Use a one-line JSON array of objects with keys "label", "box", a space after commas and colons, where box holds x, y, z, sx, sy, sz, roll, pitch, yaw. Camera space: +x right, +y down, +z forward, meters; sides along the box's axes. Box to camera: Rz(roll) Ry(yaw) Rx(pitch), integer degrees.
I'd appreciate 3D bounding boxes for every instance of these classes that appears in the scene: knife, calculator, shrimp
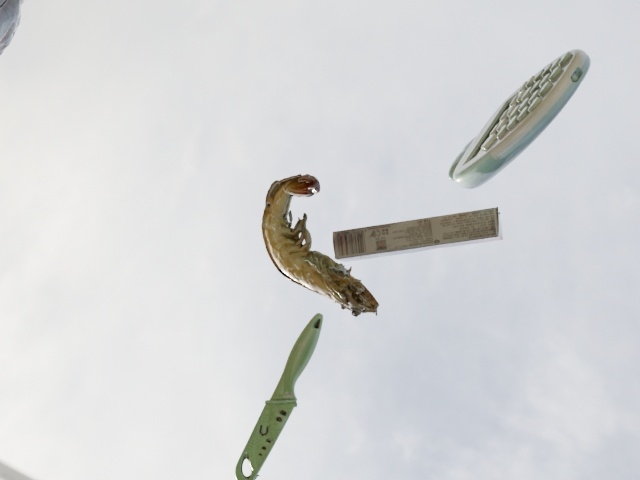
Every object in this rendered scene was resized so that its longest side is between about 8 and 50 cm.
[{"label": "knife", "box": [-0.048, 0.213, 1.306, 0.043, 0.020, 0.293, 22, -128, 8]}, {"label": "calculator", "box": [0.256, -0.152, 1.255, 0.184, 0.042, 0.295, -54, -175, -25]}, {"label": "shrimp", "box": [0.001, 0.000, 0.939, 0.178, 0.034, 0.124, 31, -54, 44]}]

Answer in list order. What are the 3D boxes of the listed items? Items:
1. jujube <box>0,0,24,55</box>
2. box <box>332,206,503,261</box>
[{"label": "jujube", "box": [-0.457, -0.325, 1.141, 0.226, 0.226, 0.317, -25, -135, 30]}, {"label": "box", "box": [0.127, -0.006, 1.241, 0.218, 0.055, 0.039, -8, -98, 14]}]
